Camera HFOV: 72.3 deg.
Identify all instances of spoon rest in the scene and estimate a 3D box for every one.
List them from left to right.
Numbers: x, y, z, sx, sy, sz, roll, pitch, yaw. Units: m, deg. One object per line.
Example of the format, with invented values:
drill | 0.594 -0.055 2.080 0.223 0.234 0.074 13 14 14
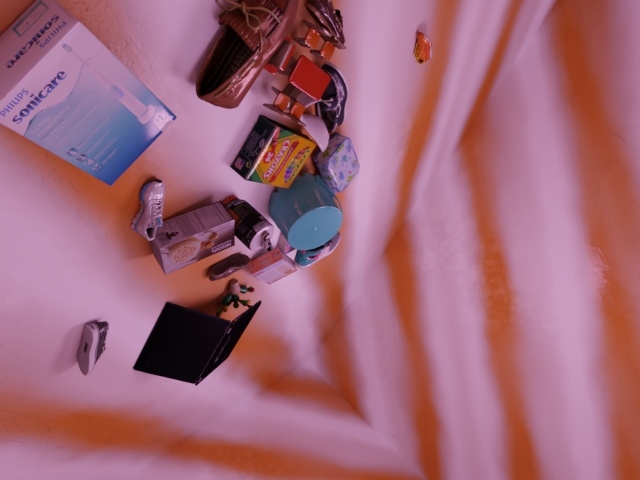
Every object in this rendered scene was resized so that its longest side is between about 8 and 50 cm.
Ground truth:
spoon rest | -0.028 -0.398 1.472 0.084 0.137 0.276 -21 159 0

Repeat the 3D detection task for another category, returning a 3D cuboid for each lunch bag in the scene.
lunch bag | 0.073 -0.318 1.799 0.176 0.090 0.219 -51 146 -16

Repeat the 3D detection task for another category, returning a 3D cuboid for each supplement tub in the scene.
supplement tub | -0.260 -0.063 1.512 0.117 0.190 0.117 -39 157 -20

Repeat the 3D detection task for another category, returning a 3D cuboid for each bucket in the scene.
bucket | -0.054 -0.106 1.743 0.281 0.183 0.281 -20 145 -15

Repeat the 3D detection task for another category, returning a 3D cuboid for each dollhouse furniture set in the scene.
dollhouse furniture set | -0.061 -0.471 1.215 0.259 0.135 0.262 11 112 -54

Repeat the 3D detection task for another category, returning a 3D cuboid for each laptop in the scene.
laptop | -0.513 0.402 1.886 0.382 0.236 0.408 -57 171 22

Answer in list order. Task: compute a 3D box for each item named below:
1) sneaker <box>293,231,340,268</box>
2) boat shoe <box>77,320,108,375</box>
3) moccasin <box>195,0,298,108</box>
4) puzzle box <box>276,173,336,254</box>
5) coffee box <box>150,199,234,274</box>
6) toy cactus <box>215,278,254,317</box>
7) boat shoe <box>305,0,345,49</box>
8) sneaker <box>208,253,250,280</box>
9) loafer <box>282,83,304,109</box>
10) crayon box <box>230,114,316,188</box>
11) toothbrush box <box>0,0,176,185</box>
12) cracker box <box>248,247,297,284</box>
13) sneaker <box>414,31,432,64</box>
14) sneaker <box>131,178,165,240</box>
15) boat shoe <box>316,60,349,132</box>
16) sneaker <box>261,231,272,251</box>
sneaker | 0.000 0.000 2.092 0.295 0.124 0.178 -38 164 -31
boat shoe | -0.743 0.357 1.444 0.070 0.078 0.219 -15 139 -53
moccasin | -0.180 -0.494 1.036 0.380 0.139 0.147 -47 170 21
puzzle box | -0.050 -0.129 1.999 0.272 0.052 0.408 -29 151 -40
coffee box | -0.405 -0.011 1.399 0.247 0.098 0.141 -25 151 -28
toy cactus | -0.381 0.253 1.963 0.219 0.112 0.180 -25 139 -31
boat shoe | 0.033 -0.636 1.268 0.073 0.073 0.207 -50 159 8
sneaker | -0.375 0.110 1.784 0.188 0.066 0.071 -22 163 -40
loafer | -0.073 -0.470 1.376 0.148 0.050 0.056 -55 158 16
crayon box | -0.139 -0.291 1.511 0.202 0.081 0.318 -56 158 17
toothbrush box | -0.463 -0.271 0.851 0.216 0.126 0.295 -47 159 -1
cracker box | -0.217 0.122 2.015 0.156 0.067 0.232 -27 160 5
sneaker | 0.415 -0.778 1.787 0.067 0.064 0.175 -40 157 5
sneaker | -0.466 -0.081 1.232 0.071 0.083 0.190 -17 141 -51
boat shoe | 0.034 -0.474 1.492 0.091 0.114 0.302 -51 159 -11
sneaker | -0.175 0.005 1.475 0.032 0.037 0.083 -34 153 -29
